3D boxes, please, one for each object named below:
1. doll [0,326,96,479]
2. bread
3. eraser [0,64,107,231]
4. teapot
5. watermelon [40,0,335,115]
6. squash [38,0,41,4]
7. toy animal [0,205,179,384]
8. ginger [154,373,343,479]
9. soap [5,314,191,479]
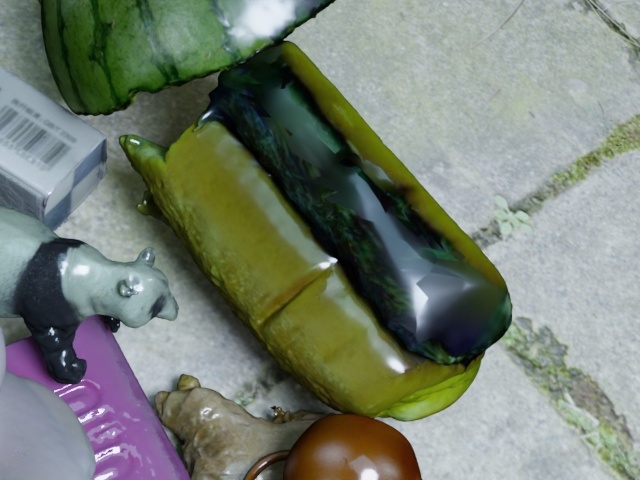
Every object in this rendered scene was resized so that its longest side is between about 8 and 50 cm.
[{"bbox_3d":[-0.251,0.124,0.586,0.221,0.221,0.251,-33,63,-31],"label":"doll"},{"bbox_3d":[0.000,0.000,0.840,0.208,0.251,0.376,-44,78,0],"label":"bread"},{"bbox_3d":[-0.401,-0.155,0.886,0.404,0.096,0.098,33,57,4],"label":"eraser"},{"bbox_3d":[0.016,0.203,0.713,0.173,0.116,0.116,1,54,19],"label":"teapot"},{"bbox_3d":[-0.126,-0.258,0.831,0.189,0.331,0.330,55,54,-21],"label":"watermelon"},{"bbox_3d":[-0.225,-0.258,1.013,0.188,0.095,0.095,11,57,-7],"label":"squash"},{"bbox_3d":[-0.223,0.033,0.722,0.225,0.121,0.093,18,43,7],"label":"toy animal"},{"bbox_3d":[-0.049,0.195,0.799,0.213,0.074,0.137,19,42,-10],"label":"ginger"},{"bbox_3d":[-0.206,0.201,0.740,0.181,0.081,0.259,-21,68,-27],"label":"soap"}]
